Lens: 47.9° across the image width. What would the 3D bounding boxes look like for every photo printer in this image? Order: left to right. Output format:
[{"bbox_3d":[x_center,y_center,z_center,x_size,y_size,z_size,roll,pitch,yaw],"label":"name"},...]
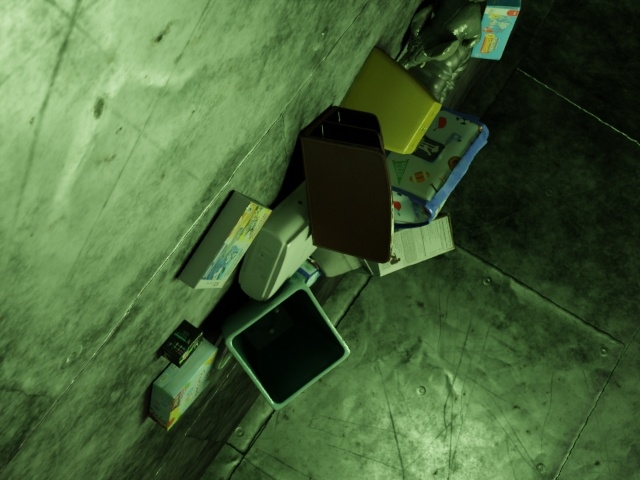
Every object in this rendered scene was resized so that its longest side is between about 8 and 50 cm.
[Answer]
[{"bbox_3d":[-0.066,-0.019,1.812,0.307,0.107,0.256,-47,167,-43],"label":"photo printer"}]

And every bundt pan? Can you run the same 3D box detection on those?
[{"bbox_3d":[0.360,-0.520,2.230,0.330,0.124,0.331,-55,170,-14],"label":"bundt pan"}]

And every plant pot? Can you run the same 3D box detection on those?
[{"bbox_3d":[-0.121,0.244,1.917,0.248,0.247,0.252,-36,-159,-10],"label":"plant pot"},{"bbox_3d":[0.175,-0.320,1.762,0.212,0.187,0.212,-58,171,15],"label":"plant pot"}]

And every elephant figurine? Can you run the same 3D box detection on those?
[{"bbox_3d":[0.295,-0.521,1.854,0.239,0.169,0.186,-37,136,-16],"label":"elephant figurine"}]

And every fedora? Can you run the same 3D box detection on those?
[{"bbox_3d":[0.024,0.012,2.048,0.124,0.275,0.243,-32,144,1],"label":"fedora"}]

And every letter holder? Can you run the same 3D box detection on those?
[{"bbox_3d":[0.095,-0.122,1.628,0.152,0.215,0.301,-48,143,-42],"label":"letter holder"}]

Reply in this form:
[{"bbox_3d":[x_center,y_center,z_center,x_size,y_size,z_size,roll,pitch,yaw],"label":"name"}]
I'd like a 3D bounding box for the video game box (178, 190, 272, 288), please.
[{"bbox_3d":[-0.188,0.005,1.462,0.205,0.048,0.187,-56,173,3],"label":"video game box"}]

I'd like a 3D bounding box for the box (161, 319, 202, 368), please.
[{"bbox_3d":[-0.308,0.231,1.608,0.083,0.052,0.062,-53,170,-29],"label":"box"}]

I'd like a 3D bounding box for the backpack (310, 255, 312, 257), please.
[{"bbox_3d":[0.020,-0.016,2.248,0.173,0.117,0.158,-58,172,-5],"label":"backpack"}]

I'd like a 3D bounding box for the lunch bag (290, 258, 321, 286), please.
[{"bbox_3d":[-0.072,0.076,2.031,0.096,0.129,0.151,-50,172,-8],"label":"lunch bag"}]

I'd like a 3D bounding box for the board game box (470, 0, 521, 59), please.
[{"bbox_3d":[0.487,-0.700,1.972,0.308,0.086,0.301,70,28,-78],"label":"board game box"}]

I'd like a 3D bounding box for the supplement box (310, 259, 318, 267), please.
[{"bbox_3d":[-0.027,0.078,2.515,0.043,0.055,0.083,-61,170,20],"label":"supplement box"}]

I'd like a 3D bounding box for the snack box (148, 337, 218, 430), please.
[{"bbox_3d":[-0.344,0.356,1.800,0.174,0.070,0.207,-48,169,-38],"label":"snack box"}]

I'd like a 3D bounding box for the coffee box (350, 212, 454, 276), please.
[{"bbox_3d":[0.241,0.006,2.206,0.297,0.118,0.168,-19,-167,-30],"label":"coffee box"}]

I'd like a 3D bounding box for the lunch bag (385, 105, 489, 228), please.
[{"bbox_3d":[0.264,-0.211,2.076,0.327,0.239,0.386,-53,-151,-18],"label":"lunch bag"}]

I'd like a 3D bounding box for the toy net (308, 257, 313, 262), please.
[{"bbox_3d":[0.000,0.000,2.413,0.232,0.045,0.122,-56,171,0],"label":"toy net"}]

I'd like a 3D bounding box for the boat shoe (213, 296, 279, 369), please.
[{"bbox_3d":[-0.201,0.248,2.066,0.319,0.099,0.116,-54,171,-13],"label":"boat shoe"}]
